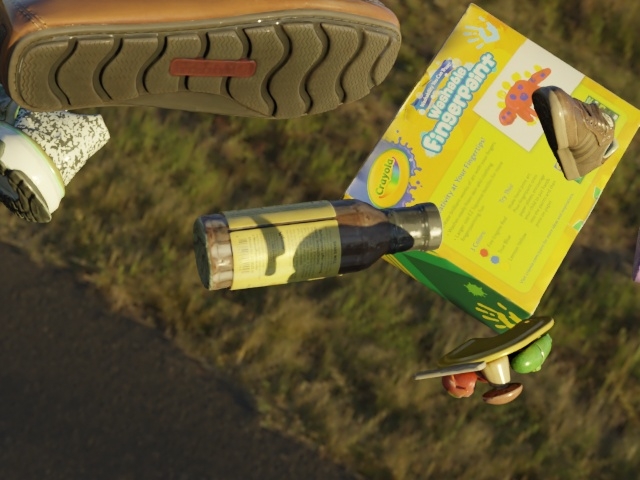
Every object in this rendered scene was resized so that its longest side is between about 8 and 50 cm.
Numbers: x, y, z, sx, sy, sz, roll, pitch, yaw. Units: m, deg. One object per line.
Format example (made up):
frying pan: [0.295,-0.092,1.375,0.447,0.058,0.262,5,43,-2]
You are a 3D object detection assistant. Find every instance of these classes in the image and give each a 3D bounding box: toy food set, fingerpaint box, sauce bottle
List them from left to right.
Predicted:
sauce bottle: [0.000,0.000,1.856,0.344,0.111,0.111,-5,31,-15]
fingerpaint box: [0.287,-0.123,2.311,0.371,0.445,0.163,32,-22,1]
toy food set: [0.218,0.160,1.663,0.218,0.128,0.071,-24,95,-49]

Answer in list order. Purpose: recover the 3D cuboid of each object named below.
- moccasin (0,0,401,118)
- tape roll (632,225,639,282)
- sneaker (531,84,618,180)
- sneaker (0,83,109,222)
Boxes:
moccasin: [-0.108,-0.188,1.211,0.380,0.139,0.147,-7,48,-18]
tape roll: [0.457,-0.075,1.653,0.090,0.275,0.275,11,20,10]
sneaker: [0.271,-0.125,1.406,0.066,0.071,0.188,66,7,22]
sneaker: [-0.426,-0.169,1.862,0.182,0.158,0.410,-36,46,-20]
